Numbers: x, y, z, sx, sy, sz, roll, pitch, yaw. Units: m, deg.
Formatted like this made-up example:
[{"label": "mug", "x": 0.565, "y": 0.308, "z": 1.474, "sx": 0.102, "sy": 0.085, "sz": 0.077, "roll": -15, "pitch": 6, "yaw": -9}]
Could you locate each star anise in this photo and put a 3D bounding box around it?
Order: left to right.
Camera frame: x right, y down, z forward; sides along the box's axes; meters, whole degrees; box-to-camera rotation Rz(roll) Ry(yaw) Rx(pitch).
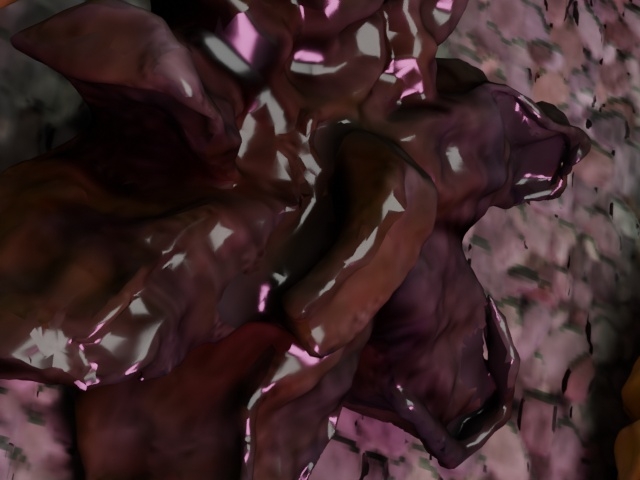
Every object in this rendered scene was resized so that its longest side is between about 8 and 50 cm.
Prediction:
[{"label": "star anise", "x": -0.004, "y": 0.005, "z": 0.452, "sx": 0.214, "sy": 0.099, "sz": 0.220, "roll": 44, "pitch": 67, "yaw": -39}]

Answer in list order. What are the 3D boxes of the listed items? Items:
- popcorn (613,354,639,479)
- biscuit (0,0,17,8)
[{"label": "popcorn", "x": 0.181, "y": 0.091, "z": 0.556, "sx": 0.140, "sy": 0.163, "sz": 0.194, "roll": 27, "pitch": 30, "yaw": -21}, {"label": "biscuit", "x": -0.109, "y": -0.186, "z": 0.412, "sx": 0.202, "sy": 0.044, "sz": 0.289, "roll": 27, "pitch": 79, "yaw": -7}]
